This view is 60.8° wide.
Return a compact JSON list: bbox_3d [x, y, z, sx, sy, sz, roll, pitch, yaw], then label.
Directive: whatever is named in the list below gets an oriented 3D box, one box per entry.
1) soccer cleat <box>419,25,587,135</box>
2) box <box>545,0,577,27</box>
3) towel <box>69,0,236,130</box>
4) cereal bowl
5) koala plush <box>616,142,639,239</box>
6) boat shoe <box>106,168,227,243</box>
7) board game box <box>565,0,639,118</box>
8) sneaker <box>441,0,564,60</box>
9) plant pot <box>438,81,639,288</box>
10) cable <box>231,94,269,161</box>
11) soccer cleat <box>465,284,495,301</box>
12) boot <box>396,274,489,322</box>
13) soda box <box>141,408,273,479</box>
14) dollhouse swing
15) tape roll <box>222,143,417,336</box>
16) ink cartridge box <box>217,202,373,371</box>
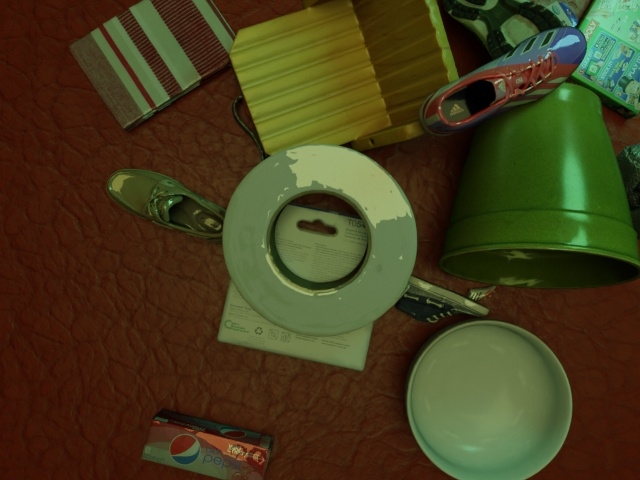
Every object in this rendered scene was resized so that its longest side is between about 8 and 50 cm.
[{"bbox_3d":[0.329,-0.276,0.955,0.319,0.116,0.108,-26,99,5],"label":"soccer cleat"},{"bbox_3d":[0.502,-0.474,1.228,0.136,0.028,0.081,-28,81,7],"label":"box"},{"bbox_3d":[-0.367,-0.427,1.232,0.329,0.037,0.237,-33,87,-3],"label":"towel"},{"bbox_3d":[0.339,0.330,1.161,0.339,0.141,0.338,0,88,0],"label":"cereal bowl"},{"bbox_3d":[0.721,-0.116,1.180,0.221,0.203,0.196,-28,76,-22],"label":"koala plush"},{"bbox_3d":[-0.330,-0.079,1.188,0.303,0.098,0.109,25,88,0],"label":"boat shoe"},{"bbox_3d":[0.694,-0.466,1.235,0.214,0.046,0.317,31,89,2],"label":"board game box"},{"bbox_3d":[0.394,-0.458,1.169,0.158,0.182,0.410,-33,56,24],"label":"sneaker"},{"bbox_3d":[0.435,-0.108,1.094,0.367,0.366,0.352,7,77,0],"label":"plant pot"},{"bbox_3d":[-0.125,-0.224,1.207,0.140,0.072,0.286,-4,89,0],"label":"cable"},{"bbox_3d":[0.353,0.118,1.224,0.083,0.029,0.035,-31,93,3],"label":"soccer cleat"},{"bbox_3d":[0.265,0.148,1.198,0.190,0.069,0.086,22,94,19],"label":"boot"},{"bbox_3d":[-0.240,0.449,1.182,0.264,0.083,0.092,14,88,0],"label":"soda box"},{"bbox_3d":[0.032,-0.338,1.080,0.305,0.315,0.346,-24,102,-24],"label":"dollhouse swing"},{"bbox_3d":[0.000,0.000,1.099,0.393,0.072,0.391,1,99,4],"label":"tape roll"},{"bbox_3d":[-0.031,0.092,1.202,0.325,0.071,0.329,12,86,1],"label":"ink cartridge box"}]
